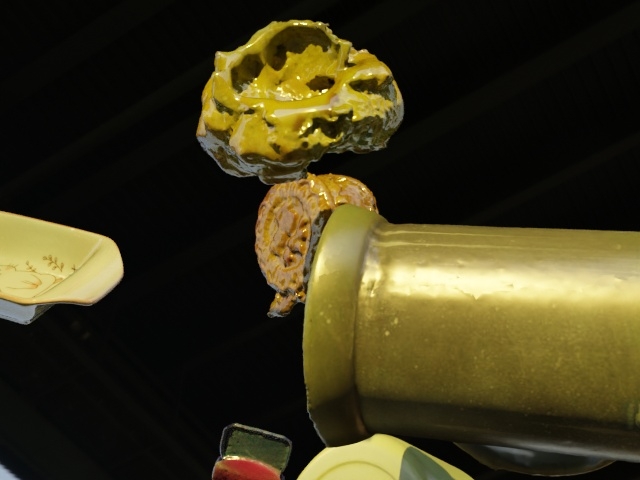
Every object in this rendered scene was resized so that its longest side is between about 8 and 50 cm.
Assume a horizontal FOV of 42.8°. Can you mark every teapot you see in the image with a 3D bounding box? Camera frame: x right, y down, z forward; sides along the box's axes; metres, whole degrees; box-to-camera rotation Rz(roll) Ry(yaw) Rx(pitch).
[{"bbox_3d":[0.177,0.099,0.649,0.337,0.200,0.270,2,-51,17],"label":"teapot"}]

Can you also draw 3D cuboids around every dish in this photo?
[{"bbox_3d":[-0.340,0.041,0.940,0.234,0.154,0.064,12,-60,20],"label":"dish"}]

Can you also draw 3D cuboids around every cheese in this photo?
[{"bbox_3d":[-0.091,0.308,0.885,0.155,0.062,0.244,14,-73,2],"label":"cheese"}]

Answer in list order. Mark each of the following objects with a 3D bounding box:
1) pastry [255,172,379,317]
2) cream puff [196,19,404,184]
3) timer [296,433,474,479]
[{"bbox_3d":[0.000,0.000,1.404,0.132,0.235,0.240,1,-19,-39],"label":"pastry"},{"bbox_3d":[-0.032,-0.195,1.084,0.282,0.282,0.185,-7,-65,2],"label":"cream puff"},{"bbox_3d":[0.146,0.396,0.950,0.315,0.290,0.291,22,-60,-34],"label":"timer"}]
